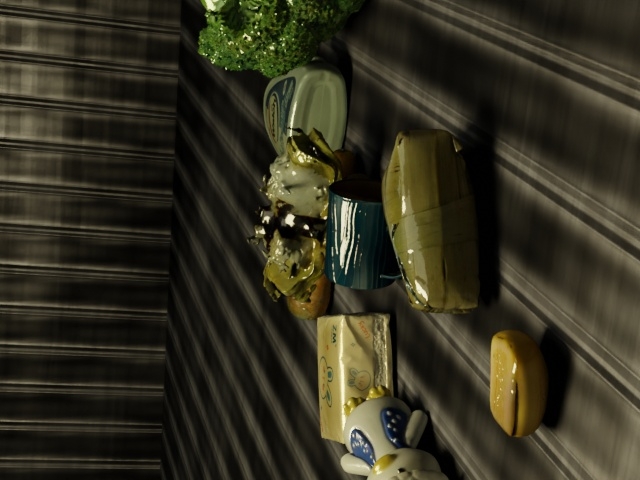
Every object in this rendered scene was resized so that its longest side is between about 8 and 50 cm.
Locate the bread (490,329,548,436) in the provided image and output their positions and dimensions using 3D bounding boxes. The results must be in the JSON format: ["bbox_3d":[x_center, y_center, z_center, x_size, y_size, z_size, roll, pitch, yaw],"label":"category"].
[{"bbox_3d":[0.220,0.155,1.316,0.082,0.056,0.115,-131,37,-67],"label":"bread"}]

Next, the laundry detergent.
[{"bbox_3d":[-0.036,-0.252,2.142,0.280,0.105,0.215,-118,32,-62],"label":"laundry detergent"}]

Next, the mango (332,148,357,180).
[{"bbox_3d":[0.025,-0.095,1.971,0.079,0.057,0.114,92,-162,-78],"label":"mango"}]

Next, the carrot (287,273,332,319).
[{"bbox_3d":[0.000,0.000,2.084,0.078,0.078,0.298,-120,37,-60],"label":"carrot"}]

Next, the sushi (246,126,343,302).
[{"bbox_3d":[-0.029,-0.030,1.878,0.139,0.131,0.291,54,134,52],"label":"sushi"}]

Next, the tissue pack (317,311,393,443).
[{"bbox_3d":[0.051,0.208,1.845,0.148,0.092,0.196,162,109,-73],"label":"tissue pack"}]

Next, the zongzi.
[{"bbox_3d":[0.129,-0.012,1.556,0.256,0.115,0.228,143,121,-78],"label":"zongzi"}]

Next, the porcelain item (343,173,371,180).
[{"bbox_3d":[0.043,-0.011,1.950,0.213,0.054,0.084,107,157,-48],"label":"porcelain item"}]

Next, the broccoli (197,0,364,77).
[{"bbox_3d":[-0.070,-0.435,1.906,0.413,0.310,0.321,61,-165,-81],"label":"broccoli"}]

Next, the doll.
[{"bbox_3d":[0.098,0.299,1.634,0.119,0.138,0.293,58,-175,-32],"label":"doll"}]

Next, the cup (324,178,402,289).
[{"bbox_3d":[0.067,-0.003,1.755,0.150,0.113,0.138,-124,35,-66],"label":"cup"}]
